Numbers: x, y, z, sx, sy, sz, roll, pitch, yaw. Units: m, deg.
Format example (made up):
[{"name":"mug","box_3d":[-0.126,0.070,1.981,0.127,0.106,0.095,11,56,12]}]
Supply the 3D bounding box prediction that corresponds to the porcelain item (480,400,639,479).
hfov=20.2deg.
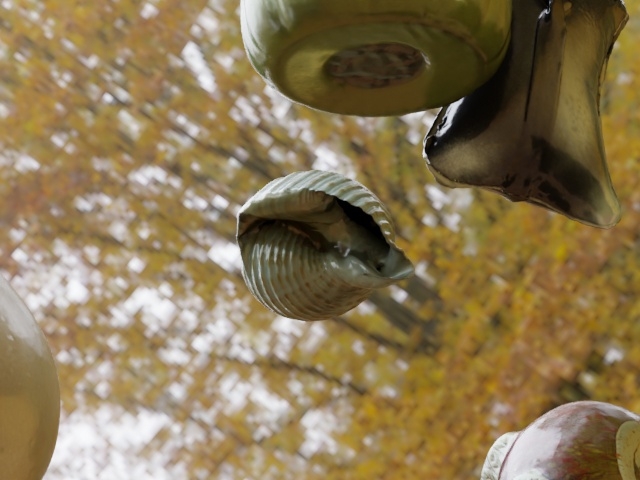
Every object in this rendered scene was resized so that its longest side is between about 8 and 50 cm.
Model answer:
[{"name":"porcelain item","box_3d":[0.268,0.300,1.855,0.253,0.253,0.253,-30,-41,-31]}]

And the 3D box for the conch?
[{"name":"conch","box_3d":[0.000,-0.004,1.434,0.135,0.153,0.102,53,-148,-31]}]

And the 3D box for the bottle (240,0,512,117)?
[{"name":"bottle","box_3d":[0.023,-0.188,0.766,0.112,0.112,0.260,37,-132,-55]}]

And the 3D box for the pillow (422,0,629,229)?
[{"name":"pillow","box_3d":[0.092,-0.071,0.793,0.091,0.055,0.136,32,-126,-37]}]

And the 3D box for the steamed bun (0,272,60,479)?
[{"name":"steamed bun","box_3d":[-0.342,0.097,1.374,0.206,0.324,0.324,-47,-33,15]}]
